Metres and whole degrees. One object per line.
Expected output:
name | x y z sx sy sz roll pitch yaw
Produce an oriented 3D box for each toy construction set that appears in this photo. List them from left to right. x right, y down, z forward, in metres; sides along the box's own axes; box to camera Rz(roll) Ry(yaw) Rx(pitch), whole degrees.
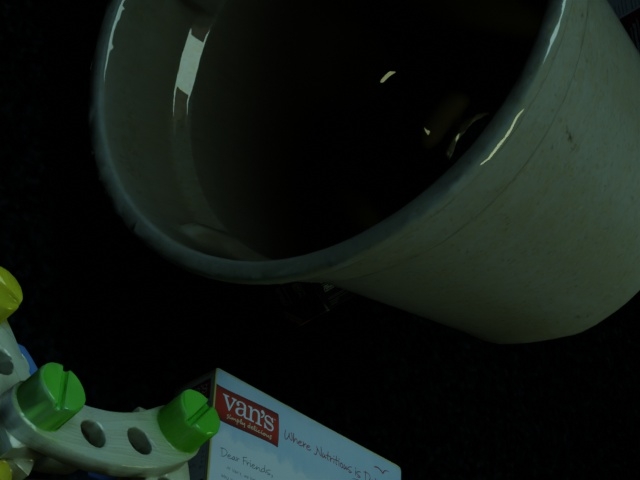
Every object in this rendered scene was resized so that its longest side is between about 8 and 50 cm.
toy construction set | -0.122 0.187 0.834 0.215 0.151 0.328 34 44 -36

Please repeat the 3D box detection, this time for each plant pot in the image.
plant pot | 0.077 -0.079 1.091 0.305 0.333 0.334 33 43 -49

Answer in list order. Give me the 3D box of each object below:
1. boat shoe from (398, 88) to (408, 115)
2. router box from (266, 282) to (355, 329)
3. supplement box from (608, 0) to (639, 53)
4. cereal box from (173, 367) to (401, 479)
boat shoe | -0.020 -0.184 1.271 0.267 0.096 0.088 44 43 -10
router box | 0.000 0.000 1.211 0.122 0.038 0.092 -27 88 -55
supplement box | 0.308 -0.155 1.563 0.129 0.194 0.191 24 49 -40
cereal box | -0.023 0.216 1.028 0.173 0.047 0.240 33 44 -34
